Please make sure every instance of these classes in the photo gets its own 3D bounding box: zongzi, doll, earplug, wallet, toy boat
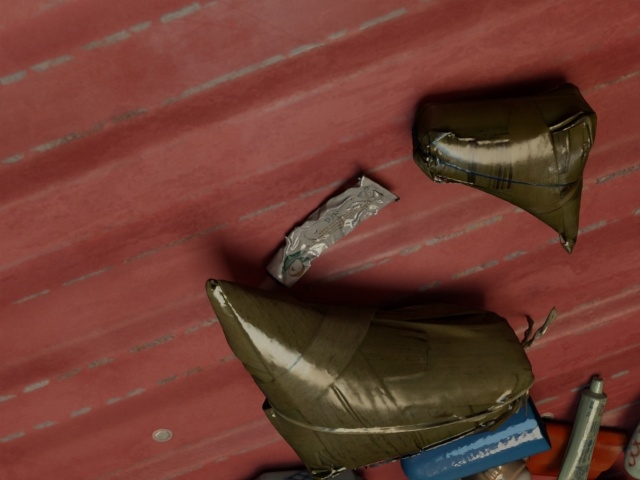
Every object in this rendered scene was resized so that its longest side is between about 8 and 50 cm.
[{"bbox_3d":[0.260,-0.080,1.332,0.260,0.123,0.289,-7,134,-2],"label":"zongzi"},{"bbox_3d":[0.292,0.498,1.749,0.278,0.119,0.154,-36,152,-27],"label":"doll"},{"bbox_3d":[0.128,0.151,1.390,0.499,0.218,0.467,-18,140,5],"label":"zongzi"},{"bbox_3d":[0.276,0.375,1.704,0.272,0.132,0.132,-25,130,12],"label":"earplug"},{"bbox_3d":[0.502,0.429,1.849,0.204,0.045,0.142,11,123,-22],"label":"wallet"},{"bbox_3d":[0.662,0.386,1.831,0.134,0.078,0.208,-20,130,-39],"label":"toy boat"}]

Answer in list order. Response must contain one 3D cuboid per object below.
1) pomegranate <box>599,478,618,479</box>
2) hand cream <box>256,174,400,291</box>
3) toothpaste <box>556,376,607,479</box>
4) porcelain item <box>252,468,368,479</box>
[{"bbox_3d":[0.595,0.587,1.932,0.246,0.198,0.198,38,120,9],"label":"pomegranate"},{"bbox_3d":[-0.001,-0.002,1.376,0.257,0.050,0.084,-44,129,18],"label":"hand cream"},{"bbox_3d":[0.508,0.388,1.773,0.069,0.047,0.269,-5,111,-39],"label":"toothpaste"},{"bbox_3d":[-0.033,0.569,1.761,0.281,0.157,0.286,-2,130,-10],"label":"porcelain item"}]
